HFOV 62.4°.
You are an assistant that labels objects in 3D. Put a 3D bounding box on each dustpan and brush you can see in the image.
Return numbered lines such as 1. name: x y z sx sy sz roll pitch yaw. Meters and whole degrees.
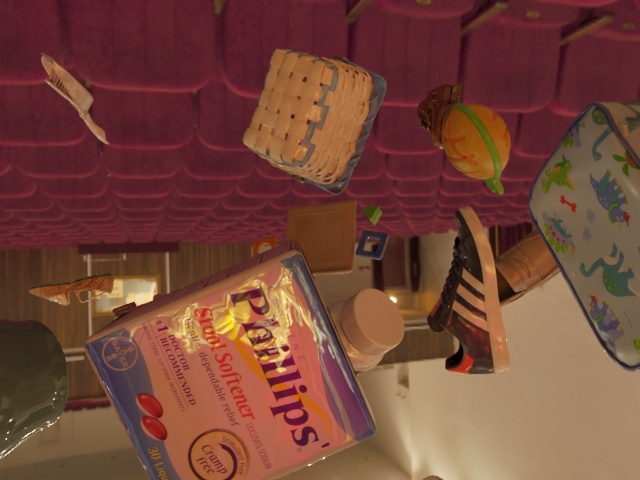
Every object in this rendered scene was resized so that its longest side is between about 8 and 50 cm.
1. dustpan and brush: -0.520 -0.296 1.135 0.147 0.060 0.211 30 167 50

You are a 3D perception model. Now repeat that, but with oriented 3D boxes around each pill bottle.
1. pill bottle: 0.032 0.174 0.886 0.121 0.121 0.221 -1 151 -40

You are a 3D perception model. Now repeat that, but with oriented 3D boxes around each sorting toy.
1. sorting toy: 0.000 0.000 1.260 0.347 0.196 0.047 -5 152 23

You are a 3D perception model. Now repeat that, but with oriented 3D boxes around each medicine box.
1. medicine box: -0.111 0.177 0.721 0.289 0.264 0.149 -23 -174 -1

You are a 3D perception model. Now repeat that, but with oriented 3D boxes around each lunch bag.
1. lunch bag: 0.284 -0.005 0.475 0.090 0.219 0.176 -9 148 -10

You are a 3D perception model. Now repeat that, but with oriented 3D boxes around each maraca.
1. maraca: 0.259 -0.148 0.867 0.099 0.127 0.186 -30 140 7

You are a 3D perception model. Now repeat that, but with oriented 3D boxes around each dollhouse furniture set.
1. dollhouse furniture set: -0.307 0.172 0.952 0.091 0.114 0.081 -20 -141 -16

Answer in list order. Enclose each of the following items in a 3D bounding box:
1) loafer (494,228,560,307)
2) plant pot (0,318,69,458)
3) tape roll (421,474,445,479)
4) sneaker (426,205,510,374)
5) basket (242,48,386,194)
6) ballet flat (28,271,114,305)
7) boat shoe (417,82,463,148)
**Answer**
1. loafer: 0.433 0.072 1.162 0.319 0.112 0.111 -46 167 29
2. plant pot: -0.535 0.227 0.777 0.271 0.272 0.255 -1 -179 31
3. tape roll: 0.202 0.598 0.986 0.100 0.286 0.286 30 -179 1
4. sneaker: 0.282 0.110 1.075 0.148 0.350 0.131 -10 -178 13
5. basket: 0.011 -0.225 0.993 0.201 0.255 0.289 27 -170 35
6. ballet flat: -0.649 0.134 1.389 0.206 0.067 0.073 -11 174 -16
7. boat shoe: 0.303 -0.313 1.358 0.104 0.111 0.307 1 -149 20
